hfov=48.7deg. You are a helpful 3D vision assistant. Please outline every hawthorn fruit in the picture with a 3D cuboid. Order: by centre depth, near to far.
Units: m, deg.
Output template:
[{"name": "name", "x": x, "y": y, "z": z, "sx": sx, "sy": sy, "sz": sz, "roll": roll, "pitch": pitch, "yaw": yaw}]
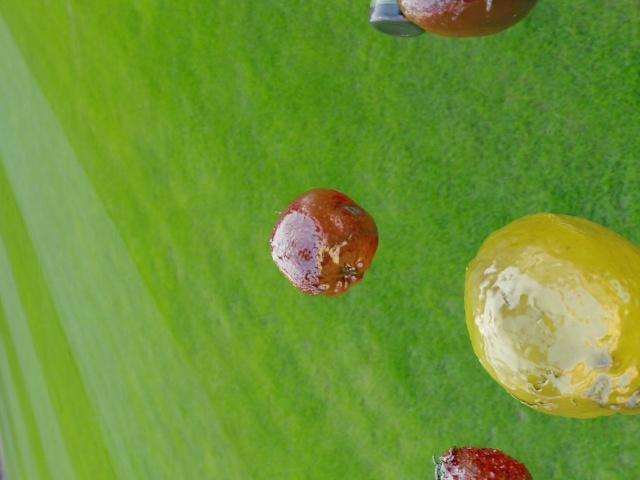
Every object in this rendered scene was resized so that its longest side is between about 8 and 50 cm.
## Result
[{"name": "hawthorn fruit", "x": 0.000, "y": 0.000, "z": 0.579, "sx": 0.093, "sy": 0.093, "sz": 0.093, "roll": 29, "pitch": 125, "yaw": 55}, {"name": "hawthorn fruit", "x": 0.233, "y": -0.389, "z": 0.974, "sx": 0.210, "sy": 0.266, "sz": 0.230, "roll": 100, "pitch": -179, "yaw": -79}]

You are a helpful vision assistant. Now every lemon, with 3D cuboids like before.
[{"name": "lemon", "x": 0.254, "y": 0.076, "z": 0.740, "sx": 0.260, "sy": 0.204, "sz": 0.204, "roll": -118, "pitch": 30, "yaw": -52}]

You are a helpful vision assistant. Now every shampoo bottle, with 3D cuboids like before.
[{"name": "shampoo bottle", "x": 0.151, "y": -0.487, "z": 1.164, "sx": 0.101, "sy": 0.101, "sz": 0.284, "roll": 12, "pitch": 92, "yaw": 60}]

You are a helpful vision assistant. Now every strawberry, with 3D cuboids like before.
[{"name": "strawberry", "x": 0.156, "y": 0.248, "z": 0.675, "sx": 0.106, "sy": 0.106, "sz": 0.106, "roll": 29, "pitch": 125, "yaw": 55}]
